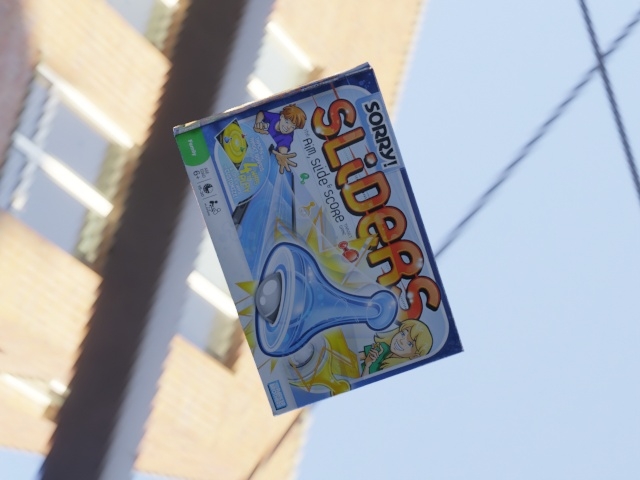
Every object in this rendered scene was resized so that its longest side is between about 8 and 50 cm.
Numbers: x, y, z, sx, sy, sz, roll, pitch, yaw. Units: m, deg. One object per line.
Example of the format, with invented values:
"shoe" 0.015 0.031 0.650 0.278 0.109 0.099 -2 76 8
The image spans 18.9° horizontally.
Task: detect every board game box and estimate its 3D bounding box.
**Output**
"board game box" 0.000 0.000 1.259 0.136 0.201 0.035 -20 -166 -1
